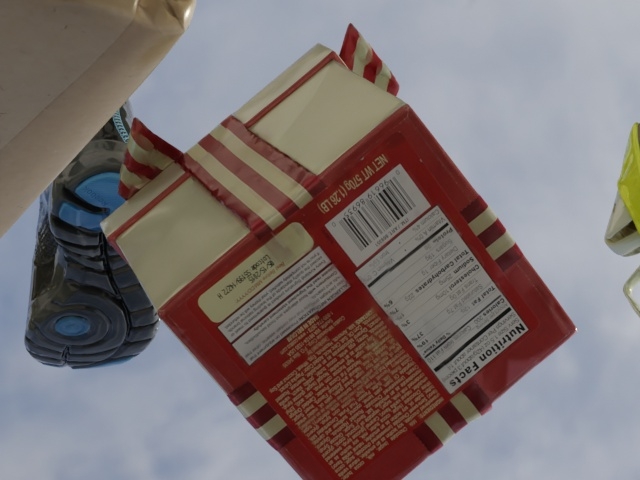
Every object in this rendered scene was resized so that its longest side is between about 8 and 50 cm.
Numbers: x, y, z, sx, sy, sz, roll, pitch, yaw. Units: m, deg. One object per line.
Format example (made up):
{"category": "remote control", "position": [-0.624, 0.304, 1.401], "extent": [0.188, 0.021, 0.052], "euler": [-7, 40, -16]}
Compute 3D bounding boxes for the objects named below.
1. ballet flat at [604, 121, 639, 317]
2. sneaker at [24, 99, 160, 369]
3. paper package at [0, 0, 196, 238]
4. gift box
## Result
{"category": "ballet flat", "position": [0.273, 0.008, 1.289], "extent": [0.077, 0.077, 0.231], "euler": [-32, -125, 25]}
{"category": "sneaker", "position": [-0.208, -0.001, 1.500], "extent": [0.125, 0.340, 0.139], "euler": [3, -128, -16]}
{"category": "paper package", "position": [-0.190, -0.144, 0.676], "extent": [0.325, 0.168, 0.309], "euler": [-37, -138, 45]}
{"category": "gift box", "position": [0.000, 0.000, 1.173], "extent": [0.255, 0.276, 0.258], "euler": [-35, -159, -4]}
